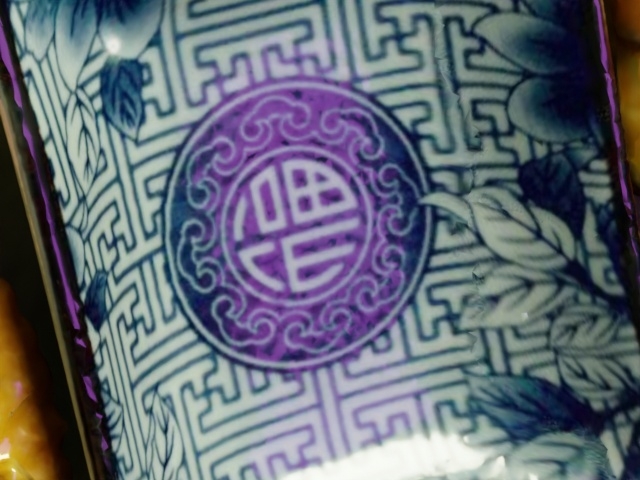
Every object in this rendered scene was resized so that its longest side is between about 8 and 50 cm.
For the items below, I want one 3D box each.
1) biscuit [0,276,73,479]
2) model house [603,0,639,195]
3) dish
[{"bbox_3d":[-0.172,0.083,0.491,0.254,0.035,0.254,0,90,-37],"label":"biscuit"},{"bbox_3d":[0.164,-0.092,0.629,0.219,0.229,0.199,-6,100,-38],"label":"model house"},{"bbox_3d":[0.000,0.000,0.576,0.182,0.080,0.243,-16,105,-17],"label":"dish"}]
